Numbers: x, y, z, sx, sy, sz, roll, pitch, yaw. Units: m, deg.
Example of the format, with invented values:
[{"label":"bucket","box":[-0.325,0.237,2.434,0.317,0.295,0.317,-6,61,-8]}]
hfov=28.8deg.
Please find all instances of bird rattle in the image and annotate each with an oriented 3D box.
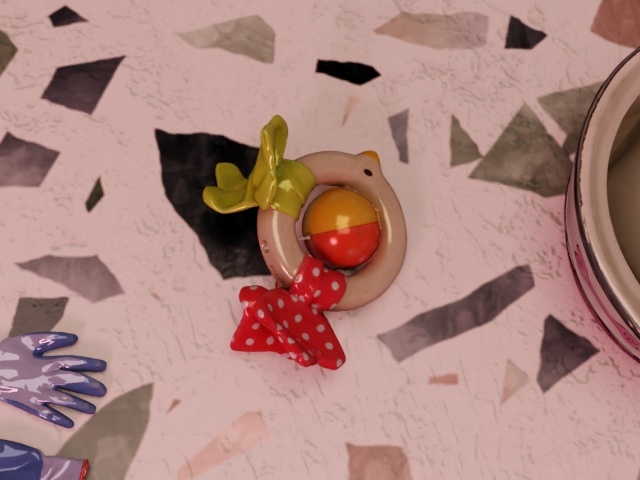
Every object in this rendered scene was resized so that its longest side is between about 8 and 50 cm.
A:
[{"label":"bird rattle","box":[0.000,0.000,1.241,0.207,0.143,0.254,-13,77,-28]}]

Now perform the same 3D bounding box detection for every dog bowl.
[{"label":"dog bowl","box":[0.437,-0.018,1.282,0.407,0.150,0.408,2,72,-7]}]

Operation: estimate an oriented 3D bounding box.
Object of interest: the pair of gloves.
[{"label":"pair of gloves","box":[-0.294,0.180,1.198,0.159,0.023,0.198,8,71,-2]}]
